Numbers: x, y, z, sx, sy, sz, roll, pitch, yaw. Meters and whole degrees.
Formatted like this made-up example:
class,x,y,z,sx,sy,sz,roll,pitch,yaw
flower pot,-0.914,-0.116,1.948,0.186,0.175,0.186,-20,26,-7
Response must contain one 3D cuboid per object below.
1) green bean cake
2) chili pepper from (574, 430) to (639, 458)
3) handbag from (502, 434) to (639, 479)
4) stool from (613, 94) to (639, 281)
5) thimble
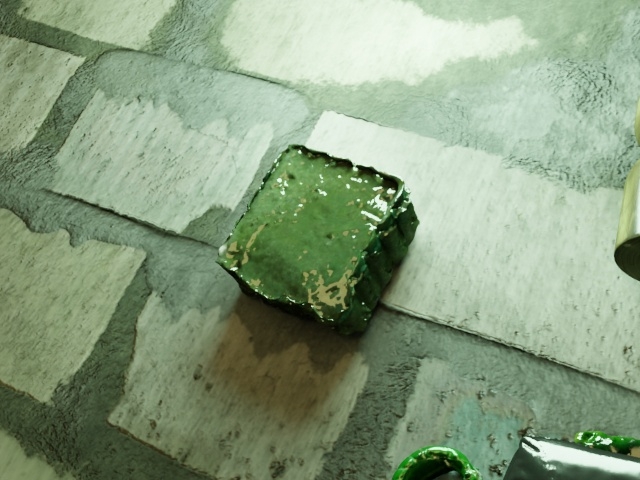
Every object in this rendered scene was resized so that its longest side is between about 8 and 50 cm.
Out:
class,x,y,z,sx,sy,sz,roll,pitch,yaw
green bean cake,0.000,0.000,1.341,0.241,0.132,0.255,20,72,25
chili pepper,0.418,0.261,1.125,0.182,0.050,0.073,-16,53,5
handbag,0.321,0.360,1.025,0.275,0.088,0.244,7,53,39
stool,0.512,-0.080,1.209,0.179,0.179,0.264,9,66,20
thimble,0.152,0.333,1.139,0.130,0.090,0.118,-29,57,-1
